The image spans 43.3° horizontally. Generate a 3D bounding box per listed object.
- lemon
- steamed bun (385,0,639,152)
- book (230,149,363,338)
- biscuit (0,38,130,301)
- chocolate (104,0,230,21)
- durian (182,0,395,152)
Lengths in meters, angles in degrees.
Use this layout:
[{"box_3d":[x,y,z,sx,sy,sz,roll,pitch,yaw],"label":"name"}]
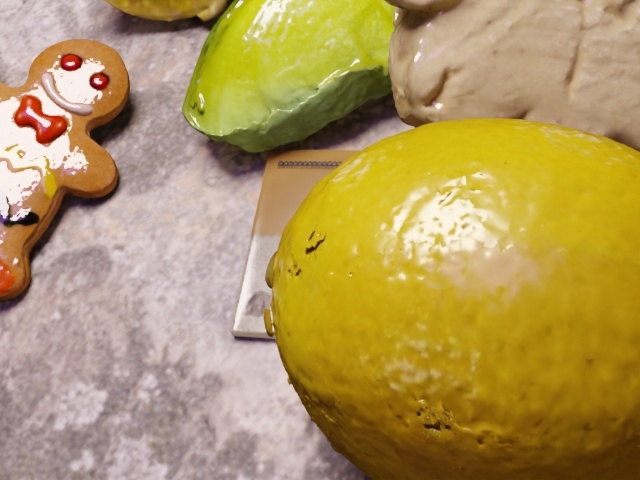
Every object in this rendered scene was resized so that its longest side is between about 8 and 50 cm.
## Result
[{"box_3d":[0.103,0.044,0.468,0.263,0.236,0.236,-8,56,34],"label":"lemon"},{"box_3d":[0.174,-0.169,0.585,0.295,0.292,0.137,-4,17,-6],"label":"steamed bun"},{"box_3d":[0.000,0.000,0.644,0.118,0.012,0.172,2,61,14],"label":"book"},{"box_3d":[-0.260,-0.081,0.706,0.165,0.036,0.250,34,72,2],"label":"biscuit"},{"box_3d":[-0.145,-0.425,0.854,0.162,0.162,0.446,-6,54,10],"label":"chocolate"},{"box_3d":[-0.006,-0.164,0.695,0.250,0.101,0.139,-31,87,-6],"label":"durian"}]
